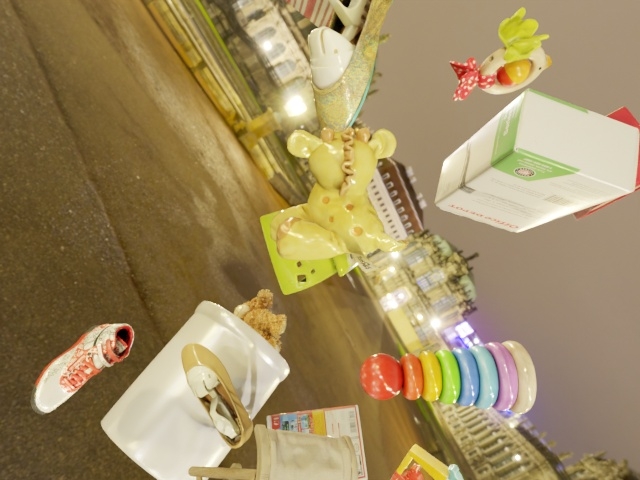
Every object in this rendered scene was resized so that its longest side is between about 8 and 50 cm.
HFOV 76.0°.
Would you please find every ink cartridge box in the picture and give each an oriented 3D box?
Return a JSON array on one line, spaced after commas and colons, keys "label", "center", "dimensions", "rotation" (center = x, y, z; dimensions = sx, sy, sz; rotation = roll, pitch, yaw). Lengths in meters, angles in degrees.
[{"label": "ink cartridge box", "center": [0.287, -0.096, 0.587], "dimensions": [0.160, 0.092, 0.219], "rotation": [18, -14, -6]}]

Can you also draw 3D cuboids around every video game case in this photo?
[{"label": "video game case", "center": [-0.008, 0.590, 1.164], "dimensions": [0.025, 0.285, 0.204], "rotation": [137, -48, -56]}]

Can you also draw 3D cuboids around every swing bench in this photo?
[{"label": "swing bench", "center": [-0.089, 0.500, 0.815], "dimensions": [0.253, 0.255, 0.165], "rotation": [27, 35, -37]}]

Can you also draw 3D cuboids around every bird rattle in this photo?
[{"label": "bird rattle", "center": [0.479, -0.444, 1.072], "dimensions": [0.207, 0.253, 0.143], "rotation": [11, 55, -30]}]

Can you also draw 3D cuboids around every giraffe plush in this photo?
[{"label": "giraffe plush", "center": [0.021, -0.069, 0.565], "dimensions": [0.210, 0.181, 0.170], "rotation": [25, -58, 57]}]

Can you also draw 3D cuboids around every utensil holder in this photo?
[{"label": "utensil holder", "center": [-0.328, 0.416, 1.116], "dimensions": [0.328, 0.385, 0.327], "rotation": [30, -28, 18]}]

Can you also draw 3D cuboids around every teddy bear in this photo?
[{"label": "teddy bear", "center": [-0.235, 0.311, 1.524], "dimensions": [0.113, 0.245, 0.338], "rotation": [10, 23, -33]}]

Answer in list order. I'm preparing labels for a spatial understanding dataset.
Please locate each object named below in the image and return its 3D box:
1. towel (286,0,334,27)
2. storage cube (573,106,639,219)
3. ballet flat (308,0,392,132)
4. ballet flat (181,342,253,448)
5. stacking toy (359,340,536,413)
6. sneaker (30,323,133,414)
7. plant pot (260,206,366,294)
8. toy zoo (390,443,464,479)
[{"label": "towel", "center": [0.012, -0.468, 0.819], "dimensions": [0.197, 0.029, 0.144], "rotation": [34, 0, -12]}, {"label": "storage cube", "center": [0.741, -0.195, 1.090], "dimensions": [0.193, 0.215, 0.184], "rotation": [65, 13, 16]}, {"label": "ballet flat", "center": [0.043, -0.350, 0.672], "dimensions": [0.123, 0.348, 0.123], "rotation": [21, 8, -3]}, {"label": "ballet flat", "center": [-0.212, 0.312, 0.827], "dimensions": [0.232, 0.080, 0.073], "rotation": [56, 7, -1]}, {"label": "stacking toy", "center": [0.245, 0.273, 0.835], "dimensions": [0.141, 0.330, 0.141], "rotation": [1, 90, -89]}, {"label": "sneaker", "center": [-0.604, 0.319, 1.065], "dimensions": [0.270, 0.145, 0.090], "rotation": [-68, 142, -54]}, {"label": "plant pot", "center": [0.000, 0.000, 1.140], "dimensions": [0.228, 0.207, 0.227], "rotation": [-26, 99, -65]}, {"label": "toy zoo", "center": [0.257, 0.621, 0.974], "dimensions": [0.192, 0.293, 0.030], "rotation": [36, 33, 30]}]
